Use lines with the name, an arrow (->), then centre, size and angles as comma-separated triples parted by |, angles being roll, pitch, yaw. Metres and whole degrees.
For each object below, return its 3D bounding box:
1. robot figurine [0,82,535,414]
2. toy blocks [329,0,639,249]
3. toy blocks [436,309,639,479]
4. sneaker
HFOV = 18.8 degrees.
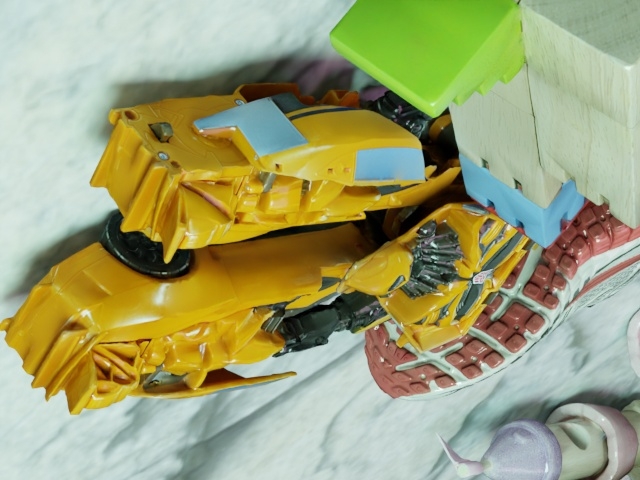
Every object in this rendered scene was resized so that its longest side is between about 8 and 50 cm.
robot figurine -> 0.000, 0.000, 0.933 | 0.291, 0.085, 0.211 | -6, 140, -42
toy blocks -> 0.176, -0.143, 0.811 | 0.381, 0.190, 0.261 | -50, 159, -11
toy blocks -> 0.224, 0.236, 1.315 | 0.260, 0.288, 0.309 | -6, 142, -52
sneaker -> 0.127, 0.021, 1.098 | 0.225, 0.088, 0.093 | -34, 152, -3
